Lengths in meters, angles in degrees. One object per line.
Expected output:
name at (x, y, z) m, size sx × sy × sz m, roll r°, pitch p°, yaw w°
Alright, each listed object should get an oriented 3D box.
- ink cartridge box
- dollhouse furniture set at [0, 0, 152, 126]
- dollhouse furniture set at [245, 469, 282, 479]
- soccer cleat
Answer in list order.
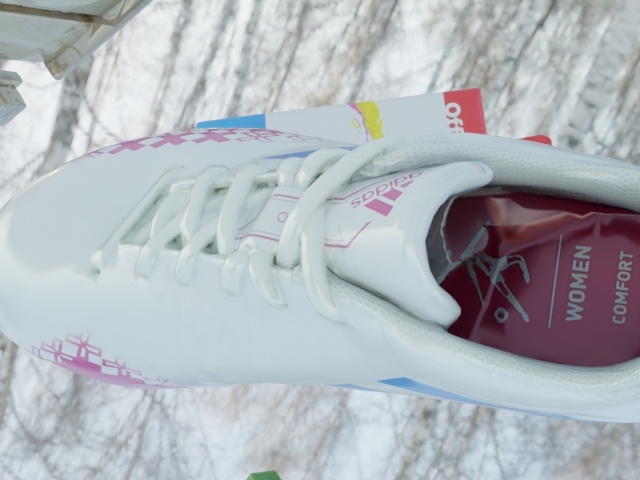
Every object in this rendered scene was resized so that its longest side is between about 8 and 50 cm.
ink cartridge box at (0.042, -0.016, 0.758) m, size 0.231 × 0.078 × 0.134 m, roll -7°, pitch -116°, yaw 5°
dollhouse furniture set at (-0.304, -0.216, 0.907) m, size 0.173 × 0.356 × 0.303 m, roll 58°, pitch -159°, yaw 8°
dollhouse furniture set at (-0.084, 0.323, 1.291) m, size 0.076 × 0.151 × 0.058 m, roll 2°, pitch -142°, yaw -44°
soccer cleat at (0.000, 0.000, 0.450) m, size 0.331 × 0.116 × 0.143 m, roll 3°, pitch 167°, yaw 17°
